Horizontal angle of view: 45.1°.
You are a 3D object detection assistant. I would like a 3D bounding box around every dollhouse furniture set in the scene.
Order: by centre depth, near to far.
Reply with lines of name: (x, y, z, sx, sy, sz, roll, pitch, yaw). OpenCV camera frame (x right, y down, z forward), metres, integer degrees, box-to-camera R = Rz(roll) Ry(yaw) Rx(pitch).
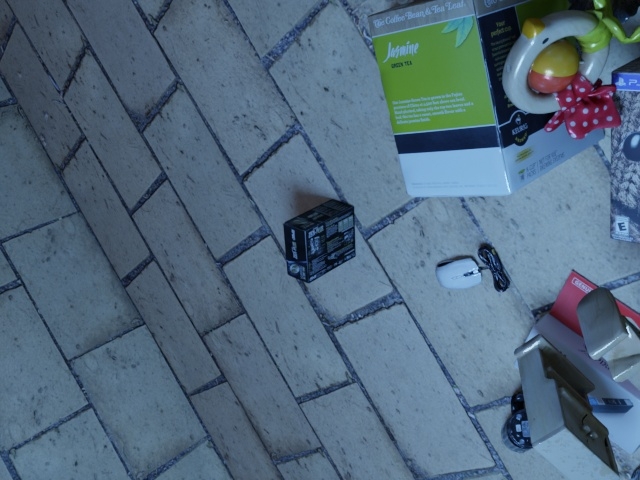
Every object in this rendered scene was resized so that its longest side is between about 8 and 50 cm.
dollhouse furniture set: (0.561, 0.220, 1.342, 0.362, 0.256, 0.394, 42, 116, -17)

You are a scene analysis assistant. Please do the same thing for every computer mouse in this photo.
computer mouse: (0.324, 0.077, 1.724, 0.193, 0.042, 0.106, -17, 100, 50)

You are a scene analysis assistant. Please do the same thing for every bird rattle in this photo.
bird rattle: (0.363, -0.262, 1.148, 0.253, 0.207, 0.143, 104, 154, -51)

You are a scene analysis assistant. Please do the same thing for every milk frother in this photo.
milk frother: (0.485, 0.411, 1.714, 0.143, 0.129, 0.135, 13, 164, 10)

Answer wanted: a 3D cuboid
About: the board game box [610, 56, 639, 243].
board game box: (0.601, -0.138, 1.225, 0.232, 0.141, 0.291, 13, 121, 42)

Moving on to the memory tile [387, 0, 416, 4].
memory tile: (0.155, -0.540, 1.570, 0.148, 0.012, 0.113, 26, 129, 36)

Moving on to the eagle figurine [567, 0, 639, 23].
eagle figurine: (0.458, -0.474, 1.120, 0.298, 0.225, 0.226, -31, 61, 17)

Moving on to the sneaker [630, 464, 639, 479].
sneaker: (0.672, 0.492, 1.564, 0.084, 0.083, 0.215, 30, 132, 31)

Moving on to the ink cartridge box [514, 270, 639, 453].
ink cartridge box: (0.564, 0.246, 1.549, 0.296, 0.066, 0.261, 37, 136, 26)

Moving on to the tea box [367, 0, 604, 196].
tea box: (0.295, -0.277, 1.325, 0.220, 0.329, 0.323, 3, 113, 46)

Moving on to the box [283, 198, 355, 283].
box: (0.000, 0.000, 1.918, 0.077, 0.180, 0.147, 21, 126, 38)
